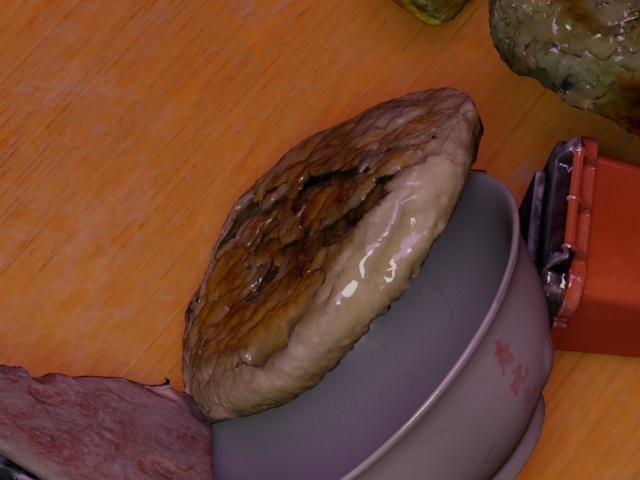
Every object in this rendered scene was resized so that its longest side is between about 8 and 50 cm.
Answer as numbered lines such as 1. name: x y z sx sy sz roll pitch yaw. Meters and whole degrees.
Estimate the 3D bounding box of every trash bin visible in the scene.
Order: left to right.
1. trash bin: 0.284 0.017 1.435 0.239 0.184 0.161 9 65 1

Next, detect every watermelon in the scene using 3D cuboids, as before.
1. watermelon: -0.175 0.230 1.330 0.292 0.283 0.250 -13 51 -28

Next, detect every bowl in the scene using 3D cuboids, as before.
1. bowl: 0.075 0.122 1.364 0.157 0.345 0.345 41 68 -20

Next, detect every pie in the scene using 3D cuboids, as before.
1. pie: 0.000 0.000 1.402 0.077 0.339 0.339 42 68 -20
2. pie: 0.368 -0.175 1.453 0.395 0.180 0.418 -18 42 -40

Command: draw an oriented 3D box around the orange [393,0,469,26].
1. orange: 0.139 -0.311 1.595 0.237 0.179 0.158 -33 46 -8
